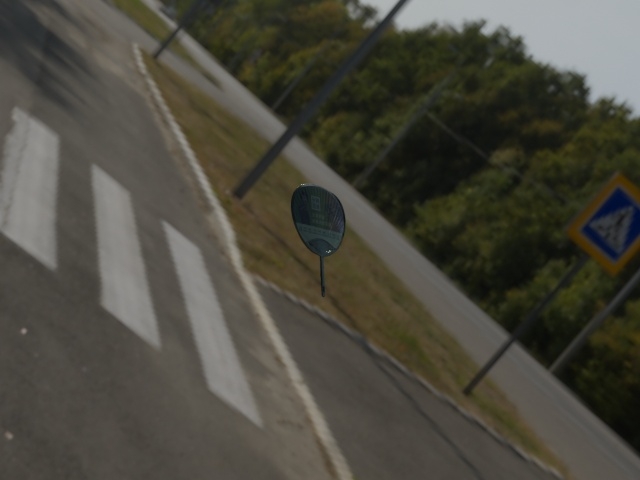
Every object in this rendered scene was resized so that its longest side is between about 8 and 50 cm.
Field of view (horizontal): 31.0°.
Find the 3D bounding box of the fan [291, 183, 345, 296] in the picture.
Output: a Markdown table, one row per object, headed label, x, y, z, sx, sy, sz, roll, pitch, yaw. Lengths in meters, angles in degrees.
| label | x | y | z | sx | sy | sz | roll | pitch | yaw |
| --- | --- | --- | --- | --- | --- | --- | --- | --- | --- |
| fan | -0.005 | -0.008 | 0.833 | 0.003 | 0.080 | 0.060 | -14 | -45 | 38 |
